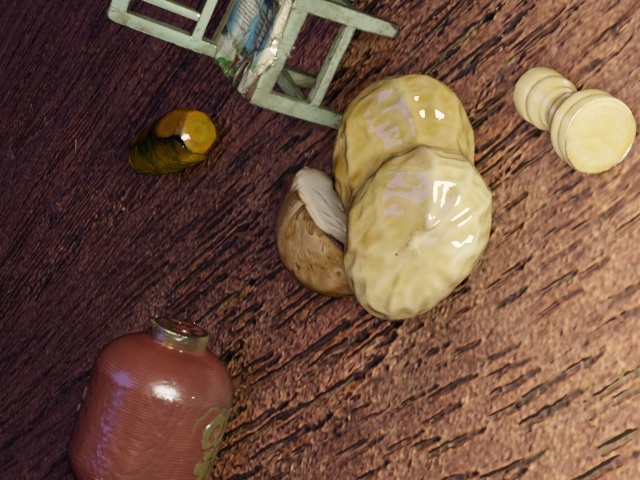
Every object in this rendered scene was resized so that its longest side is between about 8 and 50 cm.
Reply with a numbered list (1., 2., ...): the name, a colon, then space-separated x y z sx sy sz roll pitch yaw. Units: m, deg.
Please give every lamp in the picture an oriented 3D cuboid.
1. lamp: -0.194 0.215 1.615 0.180 0.180 0.258 37 111 60

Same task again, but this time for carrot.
1. carrot: -0.199 -0.131 1.869 0.173 0.082 0.082 -8 70 58

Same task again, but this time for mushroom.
1. mushroom: -0.001 0.000 1.464 0.209 0.072 0.094 -117 40 -50

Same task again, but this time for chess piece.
1. chess piece: 0.204 -0.104 1.159 0.066 0.066 0.122 -67 25 14

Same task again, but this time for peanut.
1. peanut: 0.078 -0.045 1.303 0.196 0.110 0.233 -51 36 45

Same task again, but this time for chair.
1. chair: -0.073 -0.233 1.494 0.136 0.271 0.147 -63 30 20
